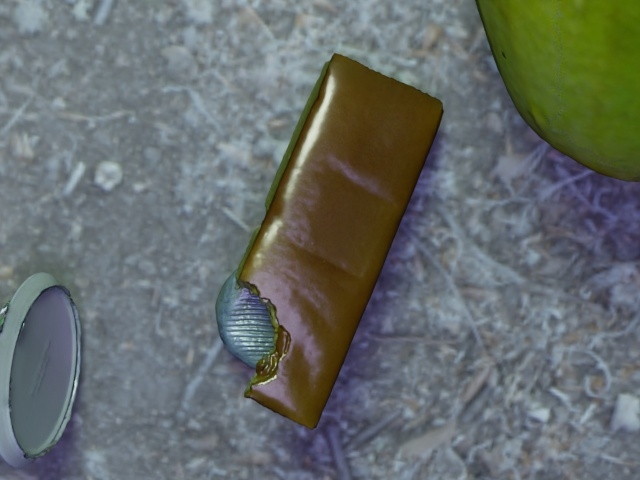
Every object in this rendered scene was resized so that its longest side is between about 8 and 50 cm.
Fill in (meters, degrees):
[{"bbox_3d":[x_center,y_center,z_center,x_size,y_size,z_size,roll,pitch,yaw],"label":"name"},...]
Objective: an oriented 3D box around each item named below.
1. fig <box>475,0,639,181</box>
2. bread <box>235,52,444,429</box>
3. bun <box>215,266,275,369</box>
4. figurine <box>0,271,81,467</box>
[{"bbox_3d":[0.195,-0.193,0.780,0.258,0.258,0.326,6,117,-3],"label":"fig"},{"bbox_3d":[0.000,0.000,0.896,0.088,0.049,0.226,24,85,-12],"label":"bread"},{"bbox_3d":[-0.034,0.048,0.945,0.083,0.045,0.083,0,110,-1],"label":"bun"},{"bbox_3d":[-0.251,0.077,0.922,0.153,0.132,0.132,5,107,12],"label":"figurine"}]
